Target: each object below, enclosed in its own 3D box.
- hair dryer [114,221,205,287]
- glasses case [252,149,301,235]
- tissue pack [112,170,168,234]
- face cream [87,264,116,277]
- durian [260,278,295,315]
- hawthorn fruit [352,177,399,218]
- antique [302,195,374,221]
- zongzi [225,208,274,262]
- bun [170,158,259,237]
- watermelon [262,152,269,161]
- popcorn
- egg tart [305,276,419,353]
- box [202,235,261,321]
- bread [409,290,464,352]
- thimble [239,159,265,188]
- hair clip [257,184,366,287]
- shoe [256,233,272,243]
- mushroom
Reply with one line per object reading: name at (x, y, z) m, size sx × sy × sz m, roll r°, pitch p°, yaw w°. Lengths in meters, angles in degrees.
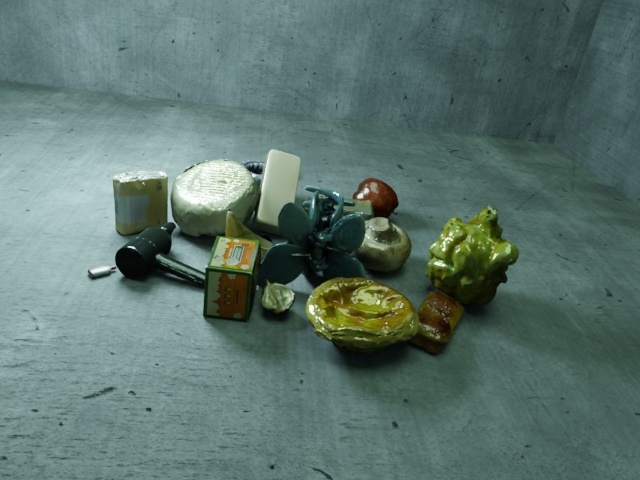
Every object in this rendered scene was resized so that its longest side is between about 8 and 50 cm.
hair dryer at (-0.476, 0.060, 1.821) m, size 0.302 × 0.116 × 0.244 m, roll 24°, pitch 30°, yaw 5°
glasses case at (-0.169, -0.191, 2.180) m, size 0.143 × 0.076 × 0.337 m, roll 16°, pitch 63°, yaw -13°
tissue pack at (-0.645, -0.139, 1.993) m, size 0.186 × 0.222 × 0.090 m, roll -11°, pitch 37°, yaw -35°
face cream at (-0.690, 0.095, 1.754) m, size 0.083 × 0.021 × 0.040 m, roll -15°, pitch 37°, yaw -39°
durian at (-0.140, 0.182, 1.702) m, size 0.110 × 0.071 × 0.140 m, roll -14°, pitch 48°, yaw -28°
hawthorn fruit at (0.240, -0.163, 2.368) m, size 0.202 × 0.185 × 0.185 m, roll 30°, pitch 32°, yaw 9°
antique at (0.067, -0.100, 2.233) m, size 0.284 × 0.125 × 0.150 m, roll 8°, pitch 28°, yaw -2°
zongzi at (-0.242, -0.008, 1.895) m, size 0.194 × 0.198 × 0.099 m, roll 4°, pitch 18°, yaw -16°
bun at (-0.394, -0.145, 2.092) m, size 0.359 × 0.211 × 0.360 m, roll -2°, pitch 38°, yaw 1°
watermelon at (-0.240, -0.312, 2.602) m, size 0.154 × 0.095 × 0.241 m, roll 26°, pitch 32°, yaw 10°
popcorn at (0.490, 0.061, 1.848) m, size 0.279 × 0.335 × 0.274 m, roll -24°, pitch 49°, yaw -1°
egg tart at (0.119, 0.230, 1.621) m, size 0.341 × 0.132 × 0.341 m, roll 7°, pitch 27°, yaw -3°
box at (-0.264, 0.113, 1.677) m, size 0.148 × 0.178 × 0.195 m, roll 8°, pitch 28°, yaw -3°
bread at (0.364, 0.248, 1.724) m, size 0.139 × 0.077 × 0.271 m, roll 24°, pitch 28°, yaw 21°
thimble at (-0.247, -0.238, 2.357) m, size 0.236 × 0.172 × 0.205 m, roll -3°, pitch 33°, yaw -18°
hair clip at (0.000, 0.000, 1.836) m, size 0.391 × 0.319 × 0.238 m, roll 9°, pitch 25°, yaw 4°
shoe at (-0.204, 0.005, 2.037) m, size 0.062 × 0.053 × 0.159 m, roll -5°, pitch 33°, yaw -19°
mushroom at (0.211, 0.008, 2.022) m, size 0.254 × 0.184 × 0.255 m, roll -5°, pitch 31°, yaw 3°
